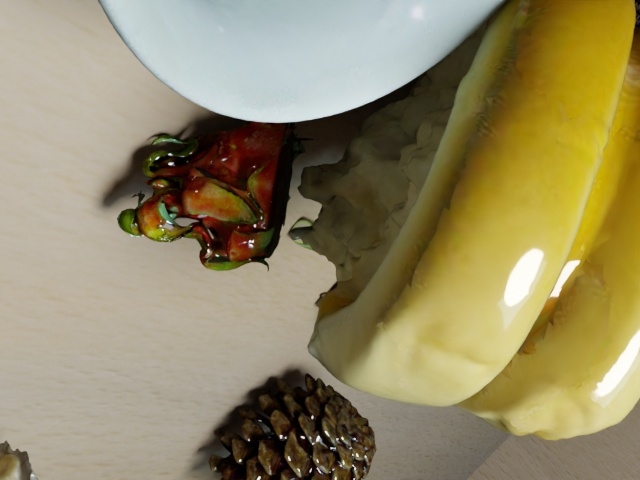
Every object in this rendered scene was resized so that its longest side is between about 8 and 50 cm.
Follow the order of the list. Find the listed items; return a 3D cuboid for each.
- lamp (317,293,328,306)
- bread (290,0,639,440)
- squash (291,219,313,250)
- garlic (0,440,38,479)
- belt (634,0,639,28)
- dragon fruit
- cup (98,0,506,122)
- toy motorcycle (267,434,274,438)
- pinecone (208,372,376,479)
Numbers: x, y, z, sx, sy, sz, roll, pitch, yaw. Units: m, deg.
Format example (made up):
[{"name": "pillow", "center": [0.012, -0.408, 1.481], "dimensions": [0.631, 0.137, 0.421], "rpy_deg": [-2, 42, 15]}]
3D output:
[{"name": "lamp", "center": [0.140, -0.011, 0.974], "dimensions": [0.325, 0.089, 0.090], "rpy_deg": [-51, 152, 12]}, {"name": "bread", "center": [0.142, -0.042, 0.648], "dimensions": [0.329, 0.245, 0.424], "rpy_deg": [-37, -159, 39]}, {"name": "squash", "center": [0.000, 0.000, 0.872], "dimensions": [0.027, 0.027, 0.083], "rpy_deg": [-49, 151, 11]}, {"name": "garlic", "center": [-0.308, 0.232, 0.649], "dimensions": [0.207, 0.207, 0.257], "rpy_deg": [-22, 146, -35]}, {"name": "belt", "center": [0.428, -0.292, 0.934], "dimensions": [0.260, 0.122, 0.325], "rpy_deg": [-7, 134, -41]}, {"name": "dragon fruit", "center": [-0.070, -0.045, 0.641], "dimensions": [0.175, 0.142, 0.139], "rpy_deg": [-2, 98, -22]}, {"name": "cup", "center": [0.002, -0.244, 0.397], "dimensions": [0.347, 0.163, 0.347], "rpy_deg": [-31, 149, -22]}, {"name": "toy motorcycle", "center": [-0.086, 0.377, 1.203], "dimensions": [0.307, 0.108, 0.173], "rpy_deg": [-24, 155, -34]}, {"name": "pinecone", "center": [-0.033, 0.276, 1.045], "dimensions": [0.204, 0.179, 0.184], "rpy_deg": [-43, 114, 11]}]
